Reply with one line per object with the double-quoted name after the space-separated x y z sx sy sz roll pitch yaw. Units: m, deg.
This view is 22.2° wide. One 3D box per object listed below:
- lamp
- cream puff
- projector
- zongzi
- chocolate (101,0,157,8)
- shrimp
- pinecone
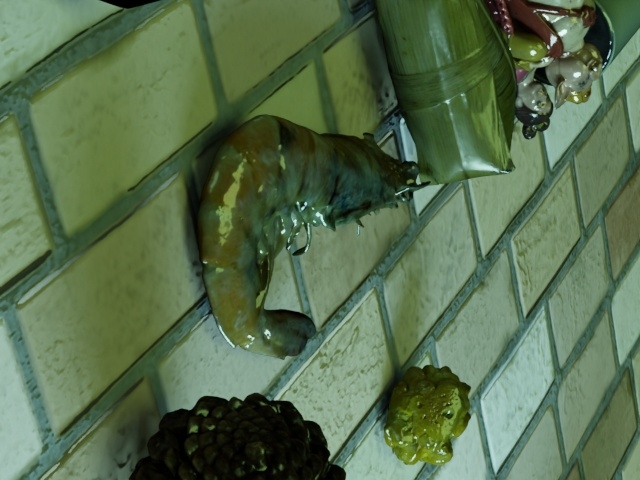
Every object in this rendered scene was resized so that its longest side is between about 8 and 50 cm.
0.196 -0.195 1.470 0.118 0.118 0.253 -55 134 -47 "lamp"
0.085 0.144 1.337 0.058 0.083 0.083 157 -75 -72 "cream puff"
0.296 -0.260 1.668 0.337 0.108 0.108 -45 129 -53 "projector"
0.110 -0.179 1.345 0.204 0.094 0.205 -67 144 -54 "zongzi"
-0.106 -0.231 0.922 0.156 0.156 0.133 50 21 -51 "chocolate"
0.000 0.000 1.179 0.296 0.058 0.169 2 96 -59 "shrimp"
-0.053 0.166 0.996 0.140 0.140 0.121 -61 -178 -42 "pinecone"
